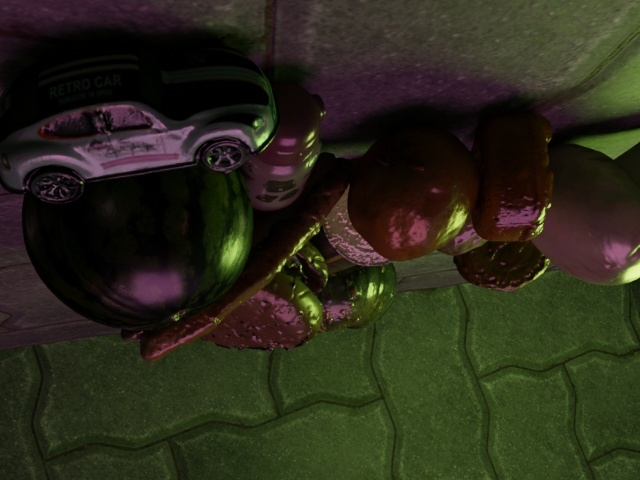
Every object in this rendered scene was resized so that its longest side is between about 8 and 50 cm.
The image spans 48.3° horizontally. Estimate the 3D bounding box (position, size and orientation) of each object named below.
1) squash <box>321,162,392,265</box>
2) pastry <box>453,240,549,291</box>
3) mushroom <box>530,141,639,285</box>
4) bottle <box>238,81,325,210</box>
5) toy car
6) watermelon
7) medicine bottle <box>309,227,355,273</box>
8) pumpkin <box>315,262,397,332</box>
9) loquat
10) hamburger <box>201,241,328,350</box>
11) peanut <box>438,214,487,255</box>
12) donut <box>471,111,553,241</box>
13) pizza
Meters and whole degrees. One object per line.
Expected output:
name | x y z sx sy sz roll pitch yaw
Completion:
squash | 0.104 -0.056 1.329 0.219 0.219 0.041 -8 -149 -12
pastry | 0.446 0.008 1.792 0.240 0.235 0.132 -17 180 3
mushroom | 0.548 -0.059 1.385 0.315 0.315 0.356 0 164 -42
bottle | -0.059 -0.126 0.957 0.120 0.120 0.253 -8 169 -13
toy car | -0.199 -0.141 0.747 0.306 0.136 0.125 -11 147 -3
watermelon | -0.230 -0.025 0.914 0.285 0.285 0.285 -10 168 -2
medicine bottle | 0.000 0.000 1.534 0.151 0.151 0.322 2 163 -45
pumpkin | 0.037 0.108 1.831 0.292 0.257 0.328 -1 179 22
loquat | 0.150 -0.075 1.141 0.238 0.193 0.238 -31 147 -23
hamburger | -0.157 0.071 1.403 0.318 0.195 0.277 -1 143 24
peanut | 0.273 -0.043 1.519 0.159 0.143 0.291 -34 -167 -26
donut | 0.313 -0.103 1.179 0.114 0.226 0.226 0 169 3
pizza | -0.172 0.031 1.135 0.435 0.080 0.392 -18 -149 27
